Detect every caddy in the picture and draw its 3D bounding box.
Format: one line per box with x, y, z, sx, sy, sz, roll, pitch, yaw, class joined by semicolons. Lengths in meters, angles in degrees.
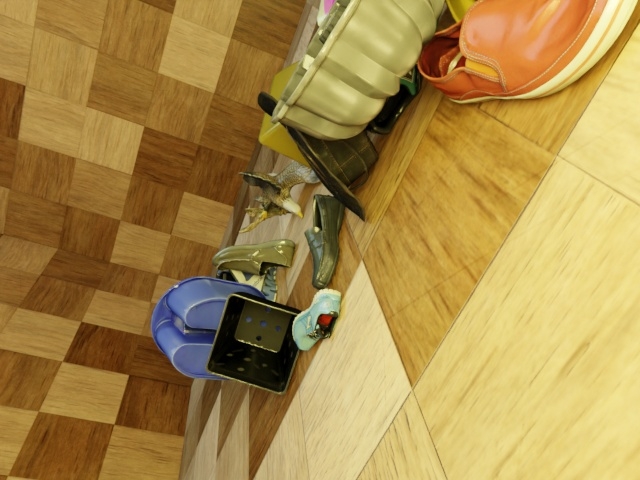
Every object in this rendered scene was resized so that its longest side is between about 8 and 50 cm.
-0.272;0.230;1.353;0.179;0.341;0.242;27;100;56;caddy

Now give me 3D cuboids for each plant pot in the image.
0.006;-0.312;1.201;0.187;0.212;0.212;-27;47;51;plant pot
-0.142;0.220;1.193;0.167;0.187;0.188;-110;38;-83;plant pot

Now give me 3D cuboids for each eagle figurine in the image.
-0.117;-0.158;1.476;0.298;0.225;0.227;112;177;-56;eagle figurine

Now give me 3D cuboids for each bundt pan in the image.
0.061;-0.283;0.741;0.331;0.124;0.331;-53;16;22;bundt pan

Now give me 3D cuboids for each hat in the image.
0.023;-0.197;0.974;0.134;0.331;0.331;-41;20;2;hat

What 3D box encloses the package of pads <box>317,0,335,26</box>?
0.124;-0.569;1.059;0.229;0.101;0.297;-12;57;34;package of pads

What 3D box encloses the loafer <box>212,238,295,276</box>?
-0.192;0.058;1.452;0.094;0.250;0.088;42;-142;-69;loafer

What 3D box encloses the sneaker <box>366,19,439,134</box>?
0.151;-0.328;0.899;0.121;0.108;0.302;-100;23;-56;sneaker

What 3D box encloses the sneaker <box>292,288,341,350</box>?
-0.010;0.168;0.995;0.073;0.063;0.162;-97;28;-48;sneaker

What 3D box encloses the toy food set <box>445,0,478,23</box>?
0.198;-0.392;0.691;0.071;0.218;0.128;-25;9;6;toy food set

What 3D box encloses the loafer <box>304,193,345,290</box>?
0.000;0.000;1.097;0.076;0.078;0.224;133;149;-58;loafer

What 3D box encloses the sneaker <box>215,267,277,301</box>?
-0.238;0.106;1.595;0.316;0.182;0.128;-104;36;-61;sneaker

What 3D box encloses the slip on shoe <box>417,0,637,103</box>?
0.214;-0.231;0.585;0.331;0.101;0.123;-157;85;-73;slip on shoe
